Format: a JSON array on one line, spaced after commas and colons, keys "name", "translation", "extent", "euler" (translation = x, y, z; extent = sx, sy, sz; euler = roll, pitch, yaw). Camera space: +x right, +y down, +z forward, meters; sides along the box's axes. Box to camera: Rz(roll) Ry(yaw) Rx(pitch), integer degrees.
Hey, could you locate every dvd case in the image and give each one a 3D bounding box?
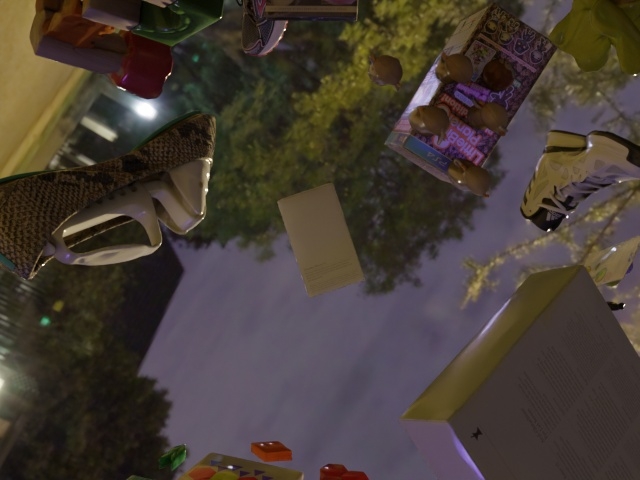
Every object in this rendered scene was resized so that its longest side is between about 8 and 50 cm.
[{"name": "dvd case", "translation": [-0.010, -0.496, 1.367], "extent": [0.018, 0.164, 0.221], "euler": [72, 21, -73]}]

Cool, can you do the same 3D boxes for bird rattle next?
[{"name": "bird rattle", "translation": [0.376, -0.300, 0.841], "extent": [0.143, 0.206, 0.254], "euler": [44, -61, 60]}]

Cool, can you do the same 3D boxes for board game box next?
[{"name": "board game box", "translation": [0.267, -0.262, 1.405], "extent": [0.291, 0.141, 0.232], "euler": [-58, -173, 7]}]

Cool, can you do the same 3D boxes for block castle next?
[{"name": "block castle", "translation": [-0.120, -0.347, 0.798], "extent": [0.453, 0.212, 0.303], "euler": [-8, -103, 50]}]

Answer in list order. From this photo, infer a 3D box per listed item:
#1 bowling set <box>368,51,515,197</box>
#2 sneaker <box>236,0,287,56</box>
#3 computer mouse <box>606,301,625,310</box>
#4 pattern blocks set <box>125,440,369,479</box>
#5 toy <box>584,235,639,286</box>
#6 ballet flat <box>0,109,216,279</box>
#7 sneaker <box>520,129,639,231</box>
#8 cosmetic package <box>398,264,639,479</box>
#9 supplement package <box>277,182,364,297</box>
[{"name": "bowling set", "translation": [0.222, -0.230, 1.191], "extent": [0.200, 0.287, 0.154], "euler": [-42, -172, 5]}, {"name": "sneaker", "translation": [-0.133, -0.516, 1.549], "extent": [0.112, 0.121, 0.299], "euler": [-21, 143, -31]}, {"name": "computer mouse", "translation": [0.622, 0.148, 1.786], "extent": [0.242, 0.071, 0.041], "euler": [168, -77, -65]}, {"name": "pattern blocks set", "translation": [-0.123, 0.370, 1.121], "extent": [0.285, 0.324, 0.026], "euler": [-18, 111, -56]}, {"name": "toy", "translation": [0.752, 0.076, 1.959], "extent": [0.137, 0.056, 0.237], "euler": [-58, -173, -18]}, {"name": "ballet flat", "translation": [-0.293, -0.059, 1.171], "extent": [0.482, 0.182, 0.164], "euler": [-32, 164, -48]}, {"name": "sneaker", "translation": [0.645, -0.123, 1.846], "extent": [0.258, 0.169, 0.447], "euler": [-66, -168, 5]}, {"name": "cosmetic package", "translation": [0.299, 0.264, 0.896], "extent": [0.284, 0.377, 0.097], "euler": [-39, -169, -33]}, {"name": "supplement package", "translation": [0.000, 0.000, 1.349], "extent": [0.105, 0.179, 0.105], "euler": [-19, 180, 0]}]
